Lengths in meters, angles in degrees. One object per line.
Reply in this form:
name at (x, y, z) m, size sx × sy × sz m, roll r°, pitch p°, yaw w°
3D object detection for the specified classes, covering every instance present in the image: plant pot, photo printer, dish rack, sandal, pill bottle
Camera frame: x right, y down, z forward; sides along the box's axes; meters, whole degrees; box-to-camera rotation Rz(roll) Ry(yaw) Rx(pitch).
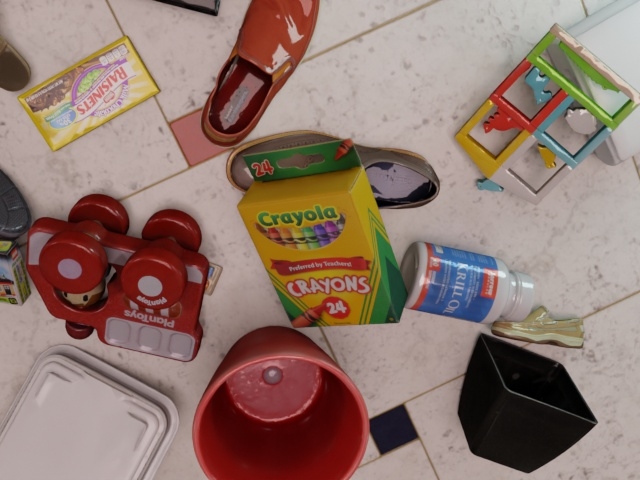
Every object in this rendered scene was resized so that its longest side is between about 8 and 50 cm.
plant pot at (-0.073, 0.273, 1.222) m, size 0.275 × 0.243 × 0.274 m, roll -2°, pitch 103°, yaw -7°
photo printer at (0.583, -0.312, 1.246) m, size 0.308 × 0.107 × 0.256 m, roll -30°, pitch 104°, yaw 0°
dish rack at (-0.432, 0.375, 1.231) m, size 0.286 × 0.072 × 0.332 m, roll 27°, pitch 85°, yaw 3°
sandal at (-0.546, -0.345, 1.122) m, size 0.088 × 0.079 × 0.240 m, roll -30°, pitch 127°, yaw 3°
pill bottle at (0.260, 0.081, 1.283) m, size 0.222 × 0.124 × 0.124 m, roll 11°, pitch 101°, yaw -9°
plant pot at (0.358, 0.313, 1.324) m, size 0.188 × 0.188 × 0.167 m, roll 21°, pitch 110°, yaw -11°

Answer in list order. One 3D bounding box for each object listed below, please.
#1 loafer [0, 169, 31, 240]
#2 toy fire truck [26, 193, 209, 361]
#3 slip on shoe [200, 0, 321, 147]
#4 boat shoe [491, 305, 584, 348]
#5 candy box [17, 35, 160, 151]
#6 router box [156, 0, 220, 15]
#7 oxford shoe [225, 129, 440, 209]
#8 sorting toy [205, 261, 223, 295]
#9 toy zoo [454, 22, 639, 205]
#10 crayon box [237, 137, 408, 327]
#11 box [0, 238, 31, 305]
loafer at (-0.605, -0.101, 1.163) m, size 0.302 × 0.109 × 0.095 m, roll 43°, pitch 128°, yaw -11°
toy fire truck at (-0.337, 0.079, 1.199) m, size 0.302 × 0.169 × 0.253 m, roll 12°, pitch 119°, yaw -5°
slip on shoe at (-0.095, -0.300, 1.170) m, size 0.123 × 0.101 × 0.331 m, roll 29°, pitch 96°, yaw -10°
boat shoe at (0.410, 0.158, 1.356) m, size 0.190 × 0.068 × 0.072 m, roll 8°, pitch 89°, yaw -19°
candy box at (-0.380, -0.241, 1.184) m, size 0.206 × 0.027 × 0.105 m, roll -30°, pitch 107°, yaw 0°
router box at (-0.286, -0.508, 1.110) m, size 0.309 × 0.081 × 0.242 m, roll 13°, pitch 100°, yaw -9°
oxford shoe at (0.022, -0.114, 1.204) m, size 0.364 × 0.132 × 0.129 m, roll 1°, pitch 103°, yaw -4°
sorting toy at (-0.217, 0.075, 1.280) m, size 0.062 × 0.012 × 0.083 m, roll 23°, pitch 98°, yaw -11°
toy zoo at (0.368, -0.193, 1.228) m, size 0.192 × 0.030 × 0.293 m, roll 40°, pitch 119°, yaw -2°
crayon box at (0.000, 0.000, 1.169) m, size 0.202 × 0.081 × 0.318 m, roll -6°, pitch 124°, yaw 26°
box at (-0.584, 0.039, 1.167) m, size 0.207 × 0.036 × 0.114 m, roll 8°, pitch 128°, yaw 7°
